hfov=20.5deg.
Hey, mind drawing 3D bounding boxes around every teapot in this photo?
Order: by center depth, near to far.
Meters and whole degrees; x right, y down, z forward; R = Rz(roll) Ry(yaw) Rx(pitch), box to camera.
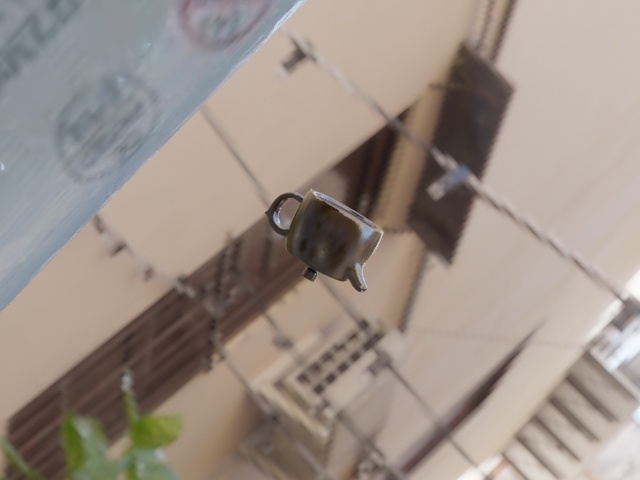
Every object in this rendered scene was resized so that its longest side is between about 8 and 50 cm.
[{"bbox_3d":[0.000,0.000,1.516,0.121,0.068,0.076,33,7,26],"label":"teapot"}]

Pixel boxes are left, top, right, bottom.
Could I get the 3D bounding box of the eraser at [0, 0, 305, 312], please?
[{"bbox_3d":[-0.057,-0.115,0.402,0.174,0.227,0.081,47,-4,-32],"label":"eraser"}]
